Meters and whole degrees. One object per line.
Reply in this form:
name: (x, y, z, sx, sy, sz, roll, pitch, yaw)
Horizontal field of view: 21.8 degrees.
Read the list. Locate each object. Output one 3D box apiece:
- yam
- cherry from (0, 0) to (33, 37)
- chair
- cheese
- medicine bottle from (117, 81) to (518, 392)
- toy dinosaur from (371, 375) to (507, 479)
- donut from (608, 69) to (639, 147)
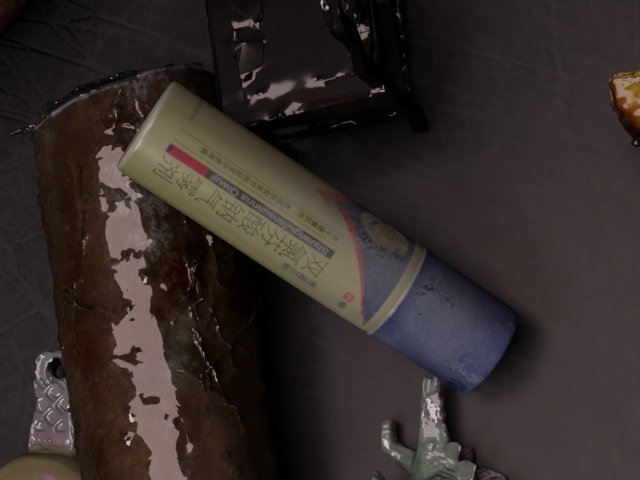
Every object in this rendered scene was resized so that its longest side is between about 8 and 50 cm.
yam: (-0.096, 0.043, 0.964, 0.131, 0.131, 0.279, -13, 79, 18)
cherry: (-0.294, -0.206, 1.033, 0.307, 0.221, 0.261, -19, 82, 3)
chair: (-0.015, -0.124, 0.906, 0.113, 0.229, 0.106, -12, 76, 15)
cheese: (-0.160, 0.154, 1.004, 0.092, 0.047, 0.171, 22, 88, 22)
medicine bottle: (0.000, 0.000, 0.910, 0.231, 0.059, 0.059, 33, 93, -9)
toy dinosaur: (0.063, 0.179, 0.922, 0.082, 0.039, 0.208, 3, 82, 19)
donut: (0.255, -0.084, 0.882, 0.181, 0.078, 0.146, -47, 69, 0)
